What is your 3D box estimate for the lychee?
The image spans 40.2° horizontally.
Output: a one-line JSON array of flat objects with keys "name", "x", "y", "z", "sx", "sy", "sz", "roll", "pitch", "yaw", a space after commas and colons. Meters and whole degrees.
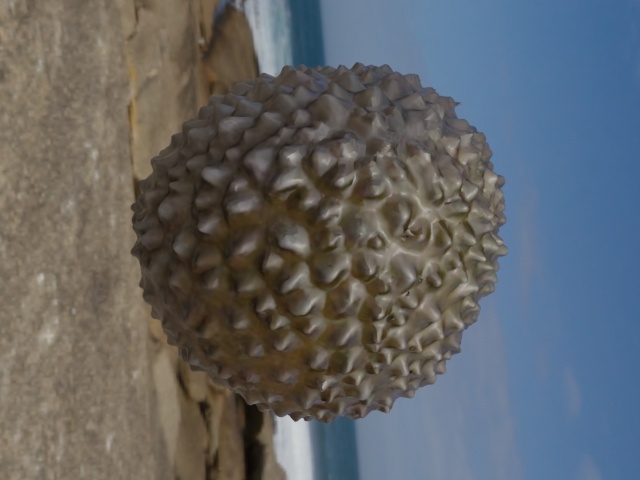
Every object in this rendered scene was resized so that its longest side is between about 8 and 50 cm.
[{"name": "lychee", "x": 0.000, "y": 0.000, "z": 0.897, "sx": 0.432, "sy": 0.380, "sz": 0.380, "roll": 135, "pitch": -46, "yaw": -63}]
